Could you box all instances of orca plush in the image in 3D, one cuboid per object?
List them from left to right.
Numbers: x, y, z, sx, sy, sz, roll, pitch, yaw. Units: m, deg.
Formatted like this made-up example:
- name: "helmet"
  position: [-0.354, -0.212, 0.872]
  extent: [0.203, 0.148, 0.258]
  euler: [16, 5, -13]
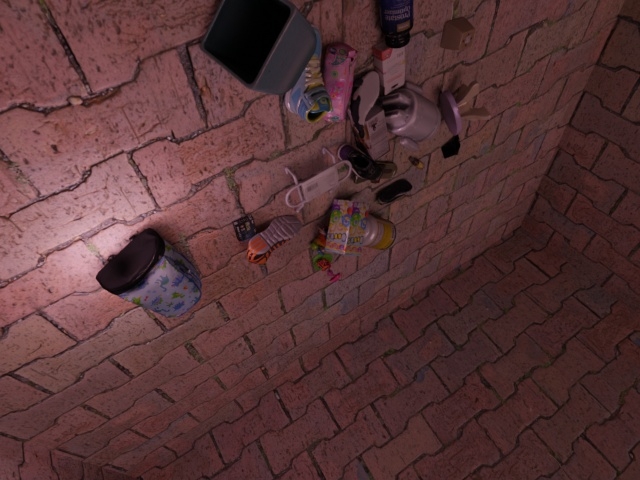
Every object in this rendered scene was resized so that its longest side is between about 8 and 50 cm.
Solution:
- name: "orca plush"
  position: [0.168, -0.552, 1.636]
  extent: [0.151, 0.287, 0.102]
  euler: [8, 169, -30]

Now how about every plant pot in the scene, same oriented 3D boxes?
- name: "plant pot"
  position: [-0.158, -0.598, 1.223]
  extent: [0.247, 0.247, 0.252]
  euler: [-54, 162, 20]
- name: "plant pot"
  position: [0.602, -0.887, 1.732]
  extent: [0.109, 0.096, 0.109]
  euler: [-26, 144, -19]

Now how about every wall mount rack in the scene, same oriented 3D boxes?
- name: "wall mount rack"
  position: [-0.023, -0.252, 1.843]
  extent: [0.350, 0.130, 0.304]
  euler: [-30, 141, -14]

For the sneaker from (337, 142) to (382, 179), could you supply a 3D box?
- name: "sneaker"
  position: [0.207, -0.348, 1.888]
  extent: [0.283, 0.124, 0.107]
  euler: [23, 104, -38]

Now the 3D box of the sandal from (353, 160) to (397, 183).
- name: "sandal"
  position: [0.299, -0.348, 2.065]
  extent: [0.303, 0.086, 0.120]
  euler: [-14, 138, -32]

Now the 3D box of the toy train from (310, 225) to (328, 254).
- name: "toy train"
  position: [0.000, 0.000, 2.179]
  extent: [0.143, 0.105, 0.248]
  euler: [-36, 148, 19]

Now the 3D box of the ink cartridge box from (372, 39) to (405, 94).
- name: "ink cartridge box"
  position: [0.285, -0.719, 1.647]
  extent: [0.115, 0.067, 0.198]
  euler: [-32, 144, -11]

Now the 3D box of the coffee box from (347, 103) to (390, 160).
- name: "coffee box"
  position: [0.217, -0.493, 1.777]
  extent: [0.098, 0.141, 0.246]
  euler: [-36, 147, -6]

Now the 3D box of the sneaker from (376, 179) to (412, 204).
- name: "sneaker"
  position: [0.417, -0.273, 2.297]
  extent: [0.235, 0.084, 0.097]
  euler: [-25, 167, -19]

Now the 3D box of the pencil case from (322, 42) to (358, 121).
- name: "pencil case"
  position: [0.068, -0.600, 1.529]
  extent: [0.124, 0.124, 0.284]
  euler: [-21, 142, -26]

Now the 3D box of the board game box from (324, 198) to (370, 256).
- name: "board game box"
  position: [0.140, -0.066, 2.082]
  extent: [0.144, 0.142, 0.275]
  euler: [6, 96, -47]

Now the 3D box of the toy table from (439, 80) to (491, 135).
- name: "toy table"
  position: [0.710, -0.660, 1.987]
  extent: [0.161, 0.252, 0.274]
  euler: [-27, 160, 9]

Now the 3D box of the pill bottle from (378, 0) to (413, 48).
- name: "pill bottle"
  position: [0.279, -0.831, 1.462]
  extent: [0.123, 0.123, 0.219]
  euler: [-34, 146, -9]

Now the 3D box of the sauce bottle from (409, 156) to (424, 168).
- name: "sauce bottle"
  position: [0.539, -0.435, 2.236]
  extent: [0.042, 0.042, 0.128]
  euler: [-52, 146, 17]

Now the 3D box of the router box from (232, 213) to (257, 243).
- name: "router box"
  position: [-0.344, -0.053, 1.830]
  extent: [0.092, 0.038, 0.122]
  euler: [-28, 144, -19]

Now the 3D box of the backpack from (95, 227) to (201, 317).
- name: "backpack"
  position: [-0.649, 0.160, 1.628]
  extent: [0.290, 0.273, 0.355]
  euler: [-43, 159, -7]

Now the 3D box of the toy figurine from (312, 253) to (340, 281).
- name: "toy figurine"
  position: [0.049, 0.170, 2.353]
  extent: [0.130, 0.159, 0.173]
  euler: [-44, 145, 6]

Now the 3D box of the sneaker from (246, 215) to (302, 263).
- name: "sneaker"
  position: [-0.236, 0.001, 1.945]
  extent: [0.321, 0.124, 0.180]
  euler: [-30, 166, -33]

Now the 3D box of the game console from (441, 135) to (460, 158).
- name: "game console"
  position: [0.768, -0.554, 2.348]
  extent: [0.122, 0.071, 0.107]
  euler: [42, 67, -57]

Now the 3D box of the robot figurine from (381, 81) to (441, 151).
- name: "robot figurine"
  position: [0.415, -0.564, 1.827]
  extent: [0.354, 0.200, 0.299]
  euler: [2, 94, -46]

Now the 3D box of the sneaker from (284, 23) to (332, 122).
- name: "sneaker"
  position: [-0.019, -0.566, 1.404]
  extent: [0.127, 0.208, 0.319]
  euler: [-17, 139, -29]

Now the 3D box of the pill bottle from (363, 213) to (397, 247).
- name: "pill bottle"
  position: [0.284, -0.053, 2.300]
  extent: [0.334, 0.188, 0.188]
  euler: [11, 121, -49]
